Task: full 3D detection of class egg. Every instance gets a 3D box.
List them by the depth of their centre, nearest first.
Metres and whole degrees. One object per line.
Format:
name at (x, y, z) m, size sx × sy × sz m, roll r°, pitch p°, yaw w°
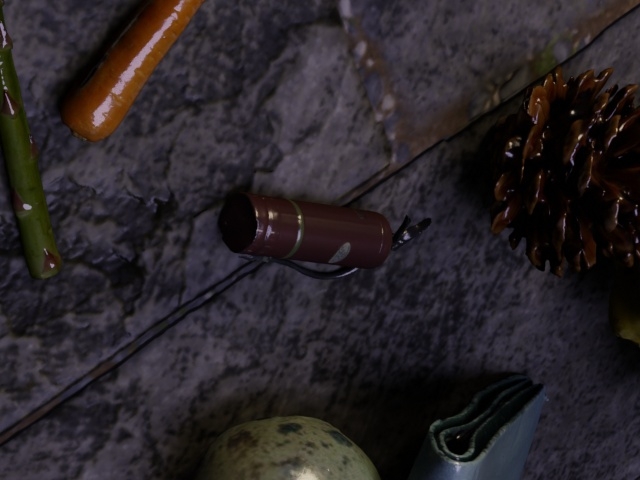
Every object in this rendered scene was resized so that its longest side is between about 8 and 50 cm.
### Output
egg at (-0.020, 0.202, 0.980) m, size 0.181 × 0.141 × 0.141 m, roll 13°, pitch 108°, yaw -51°

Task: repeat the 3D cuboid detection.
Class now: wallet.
wallet at (0.102, 0.248, 1.060) m, size 0.290 × 0.054 × 0.251 m, roll -10°, pitch 119°, yaw -68°

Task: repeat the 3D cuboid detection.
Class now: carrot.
carrot at (-0.093, -0.139, 0.805) m, size 0.190 × 0.037 × 0.037 m, roll -51°, pitch 132°, yaw -2°

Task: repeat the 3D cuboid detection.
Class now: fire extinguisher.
fire extinguisher at (0.000, 0.000, 0.948) m, size 0.157 × 0.045 × 0.078 m, roll 6°, pitch 139°, yaw -38°

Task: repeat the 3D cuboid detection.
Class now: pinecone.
pinecone at (0.205, -0.048, 0.984) m, size 0.173 × 0.173 × 0.174 m, roll -17°, pitch 124°, yaw -27°

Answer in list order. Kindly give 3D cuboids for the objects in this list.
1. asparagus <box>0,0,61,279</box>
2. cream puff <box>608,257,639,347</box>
asparagus at (-0.184, -0.084, 0.780) m, size 0.025 × 0.024 × 0.249 m, roll -62°, pitch 154°, yaw -55°
cream puff at (0.388, 0.050, 1.070) m, size 0.275 × 0.378 × 0.378 m, roll -1°, pitch 116°, yaw -34°
